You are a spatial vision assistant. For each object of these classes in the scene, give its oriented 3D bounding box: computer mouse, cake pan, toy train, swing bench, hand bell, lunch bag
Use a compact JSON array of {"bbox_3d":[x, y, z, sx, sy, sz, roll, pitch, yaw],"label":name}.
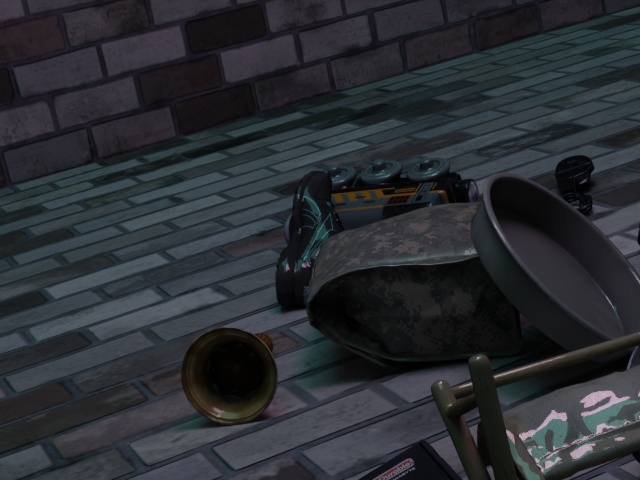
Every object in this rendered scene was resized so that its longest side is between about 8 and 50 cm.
[{"bbox_3d":[0.449,-0.088,2.285,0.071,0.041,0.242,-16,22,15],"label":"computer mouse"},{"bbox_3d":[0.300,0.038,1.624,0.054,0.293,0.293,-48,0,27],"label":"cake pan"},{"bbox_3d":[0.098,-0.047,2.221,0.334,0.142,0.190,-4,28,27],"label":"toy train"},{"bbox_3d":[0.266,0.200,1.145,0.253,0.254,0.165,-15,-13,-11],"label":"swing bench"},{"bbox_3d":[-0.098,0.160,1.769,0.126,0.126,0.242,-9,4,9],"label":"hand bell"},{"bbox_3d":[0.123,0.059,1.782,0.287,0.168,0.235,-5,18,6],"label":"lunch bag"}]

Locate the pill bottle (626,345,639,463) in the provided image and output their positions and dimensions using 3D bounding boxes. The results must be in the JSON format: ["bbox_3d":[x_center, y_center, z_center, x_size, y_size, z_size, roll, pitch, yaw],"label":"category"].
[{"bbox_3d":[0.433,0.165,1.283,0.246,0.130,0.130,-1,20,31],"label":"pill bottle"}]

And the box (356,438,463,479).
[{"bbox_3d":[0.023,0.314,1.065,0.296,0.073,0.293,-29,21,-6],"label":"box"}]

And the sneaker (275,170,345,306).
[{"bbox_3d":[0.000,0.000,2.098,0.106,0.101,0.267,3,52,11],"label":"sneaker"}]

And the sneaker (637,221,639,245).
[{"bbox_3d":[0.550,-0.016,1.913,0.178,0.072,0.077,-11,26,21],"label":"sneaker"}]
